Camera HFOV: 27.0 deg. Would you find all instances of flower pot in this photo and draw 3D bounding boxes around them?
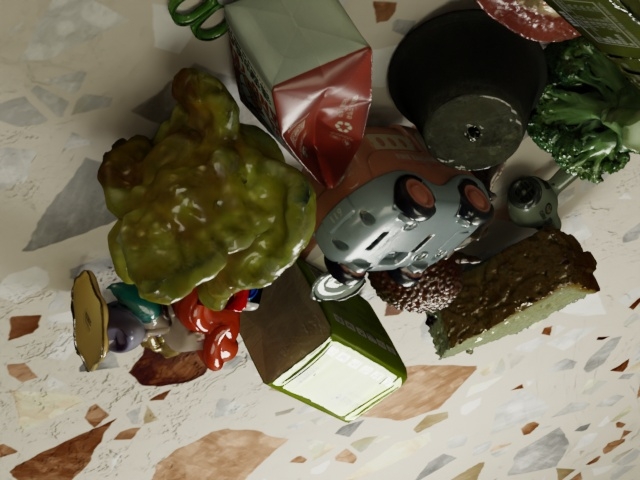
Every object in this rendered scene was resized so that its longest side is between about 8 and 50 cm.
[{"bbox_3d":[0.215,-0.198,1.918,0.235,0.148,0.235,1,132,1],"label":"flower pot"}]

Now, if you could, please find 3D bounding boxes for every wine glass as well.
[{"bbox_3d":[0.000,0.000,2.081,0.122,0.183,0.122,-13,146,-9],"label":"wine glass"}]

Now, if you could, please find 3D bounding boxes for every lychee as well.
[{"bbox_3d":[0.176,0.041,2.274,0.197,0.165,0.165,-21,149,15],"label":"lychee"}]

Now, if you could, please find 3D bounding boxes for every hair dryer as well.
[{"bbox_3d":[0.446,-0.094,2.367,0.267,0.092,0.229,-32,155,-9],"label":"hair dryer"}]

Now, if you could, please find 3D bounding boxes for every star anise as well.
[{"bbox_3d":[0.239,-0.070,2.166,0.073,0.212,0.197,21,147,-11],"label":"star anise"}]

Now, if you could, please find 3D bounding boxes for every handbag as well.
[{"bbox_3d":[-0.025,-0.196,1.789,0.151,0.171,0.298,-23,150,-12],"label":"handbag"}]

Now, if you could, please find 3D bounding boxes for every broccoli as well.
[{"bbox_3d":[0.448,-0.208,2.024,0.269,0.270,0.270,-5,118,-10],"label":"broccoli"}]

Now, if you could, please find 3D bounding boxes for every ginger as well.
[{"bbox_3d":[-0.270,0.150,2.228,0.193,0.053,0.176,-19,141,-13],"label":"ginger"}]

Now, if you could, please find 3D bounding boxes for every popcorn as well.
[{"bbox_3d":[-0.138,-0.038,1.789,0.325,0.321,0.290,-5,159,23],"label":"popcorn"}]

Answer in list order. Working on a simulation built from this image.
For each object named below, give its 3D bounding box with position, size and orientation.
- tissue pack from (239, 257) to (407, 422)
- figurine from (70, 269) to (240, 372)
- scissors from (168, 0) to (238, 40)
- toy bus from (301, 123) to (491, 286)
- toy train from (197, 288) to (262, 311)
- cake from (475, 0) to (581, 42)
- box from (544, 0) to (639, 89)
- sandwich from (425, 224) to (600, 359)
[{"bbox_3d":[-0.005,0.170,2.298,0.167,0.200,0.274,-37,145,13],"label":"tissue pack"},{"bbox_3d":[-0.241,0.107,2.073,0.257,0.208,0.181,-4,175,-28],"label":"figurine"},{"bbox_3d":[-0.099,-0.333,1.697,0.204,0.027,0.101,-36,150,18],"label":"scissors"},{"bbox_3d":[0.099,-0.069,2.000,0.287,0.232,0.194,-1,143,-46],"label":"toy bus"},{"bbox_3d":[-0.110,0.008,2.010,0.082,0.204,0.131,7,174,40],"label":"toy train"},{"bbox_3d":[0.294,-0.386,1.787,0.177,0.151,0.283,-29,149,27],"label":"cake"},{"bbox_3d":[0.462,-0.406,1.701,0.420,0.138,0.373,26,82,-51],"label":"box"},{"bbox_3d":[0.332,0.099,2.424,0.325,0.131,0.262,-30,166,19],"label":"sandwich"}]
